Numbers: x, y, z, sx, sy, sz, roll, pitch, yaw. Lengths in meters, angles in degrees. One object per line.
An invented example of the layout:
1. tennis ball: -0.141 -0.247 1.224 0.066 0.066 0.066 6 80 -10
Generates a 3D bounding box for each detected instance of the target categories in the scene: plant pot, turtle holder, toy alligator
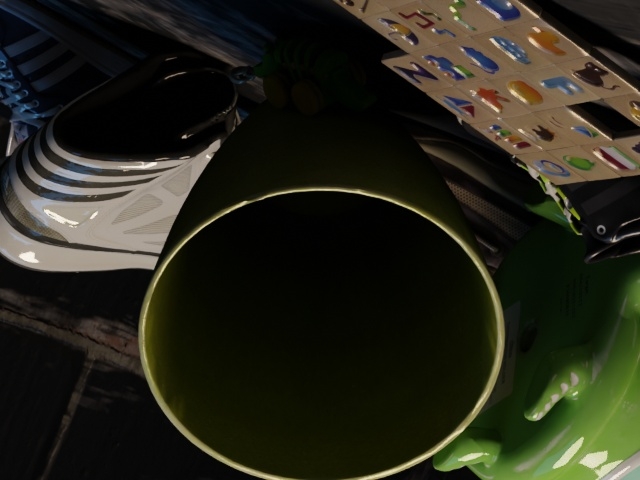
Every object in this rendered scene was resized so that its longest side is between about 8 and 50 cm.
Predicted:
1. plant pot: 0.000 0.000 1.573 0.275 0.275 0.293 24 -151 -15
2. turtle holder: 0.248 0.078 1.546 0.227 0.320 0.243 21 -153 -20
3. toy alligator: -0.023 -0.139 1.543 0.190 0.056 0.051 20 132 51

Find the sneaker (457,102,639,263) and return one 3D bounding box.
1. sneaker: 0.191 -0.035 1.356 0.235 0.097 0.084 22 175 20

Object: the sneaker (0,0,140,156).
1. sneaker: -0.314 -0.164 1.996 0.282 0.153 0.099 27 174 -38

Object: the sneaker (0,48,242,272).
1. sneaker: -0.092 -0.067 1.939 0.447 0.169 0.257 -2 159 -35

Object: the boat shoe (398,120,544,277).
1. boat shoe: 0.130 -0.011 1.737 0.355 0.130 0.132 21 175 21

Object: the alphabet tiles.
1. alphabet tiles: 0.114 -0.105 1.209 0.237 0.009 0.198 34 164 -21
